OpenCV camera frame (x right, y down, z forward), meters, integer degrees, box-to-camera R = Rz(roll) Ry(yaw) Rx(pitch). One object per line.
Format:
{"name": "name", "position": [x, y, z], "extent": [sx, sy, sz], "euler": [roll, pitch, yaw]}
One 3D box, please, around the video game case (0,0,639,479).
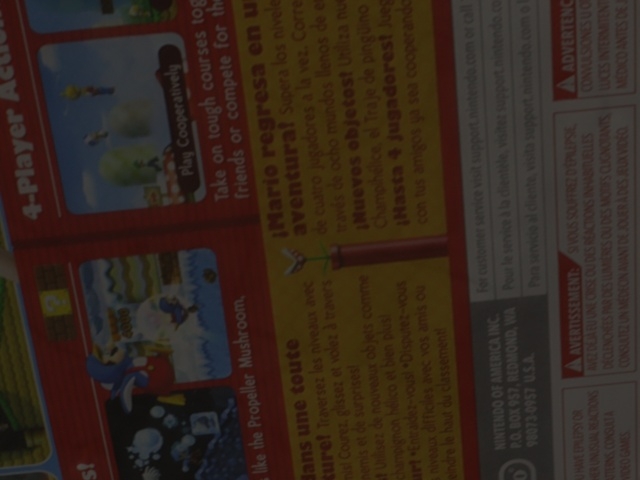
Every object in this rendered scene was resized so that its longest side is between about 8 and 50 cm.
{"name": "video game case", "position": [0.000, 0.000, 0.359], "extent": [0.025, 0.285, 0.204], "euler": [-95, -1, -59]}
